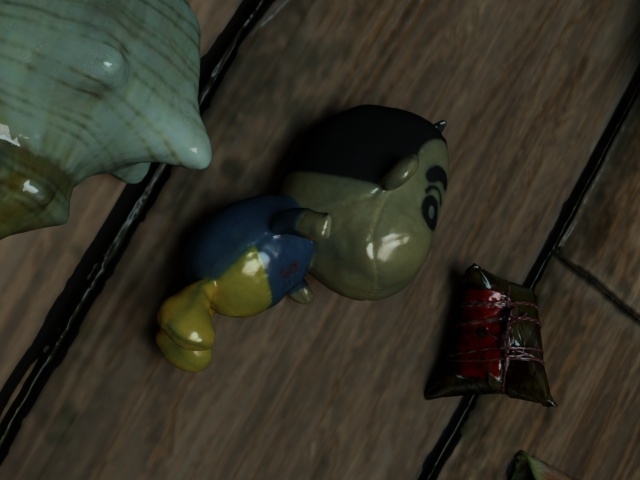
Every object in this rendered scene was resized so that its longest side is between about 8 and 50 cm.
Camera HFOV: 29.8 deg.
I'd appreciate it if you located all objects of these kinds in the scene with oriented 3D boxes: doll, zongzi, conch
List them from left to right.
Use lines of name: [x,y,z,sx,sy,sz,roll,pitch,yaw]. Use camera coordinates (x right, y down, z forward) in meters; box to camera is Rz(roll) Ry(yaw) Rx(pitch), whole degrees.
conch: [-0.095,-0.061,0.481,0.234,0.114,0.137,-39,134,-28]
doll: [0.000,0.000,0.575,0.089,0.102,0.179,44,72,7]
zongzi: [0.106,0.065,0.669,0.067,0.073,0.083,27,86,-54]

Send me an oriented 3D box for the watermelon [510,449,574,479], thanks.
watermelon: [0.161,0.210,0.761,0.069,0.087,0.163,-38,125,22]
